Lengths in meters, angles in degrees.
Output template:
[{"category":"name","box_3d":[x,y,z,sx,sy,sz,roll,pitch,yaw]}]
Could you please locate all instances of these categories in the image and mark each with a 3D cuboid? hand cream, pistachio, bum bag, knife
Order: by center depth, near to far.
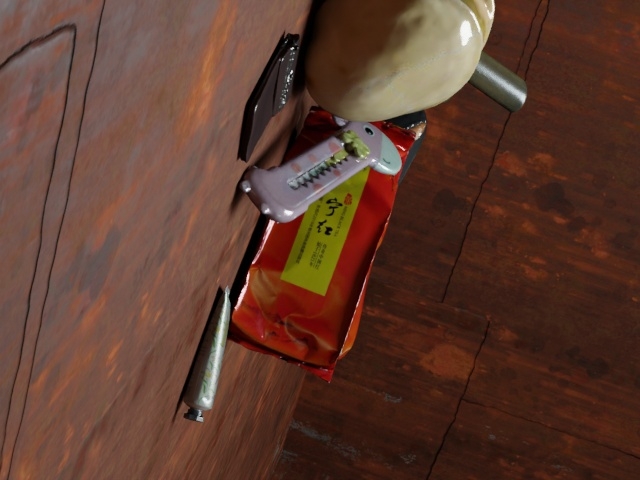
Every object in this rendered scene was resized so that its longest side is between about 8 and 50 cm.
[{"category":"bum bag","box_3d":[-0.063,-0.180,1.620,0.109,0.026,0.159,104,7,-49]},{"category":"hand cream","box_3d":[-0.154,0.161,1.812,0.067,0.042,0.194,77,28,-78]},{"category":"knife","box_3d":[0.010,-0.108,1.825,0.038,0.132,0.398,-46,174,34]},{"category":"pistachio","box_3d":[0.103,-0.291,1.850,0.321,0.238,0.229,-32,-148,44]}]

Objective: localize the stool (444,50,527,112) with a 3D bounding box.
[{"category":"stool","box_3d":[0.228,-0.397,2.176,0.310,0.226,0.310,19,-89,59]}]

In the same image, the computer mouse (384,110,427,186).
[{"category":"computer mouse","box_3d":[0.057,-0.133,2.170,0.323,0.183,0.116,-59,140,-16]}]

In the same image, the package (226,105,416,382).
[{"category":"package","box_3d":[0.000,0.001,1.999,0.123,0.196,0.424,115,-6,-75]}]
